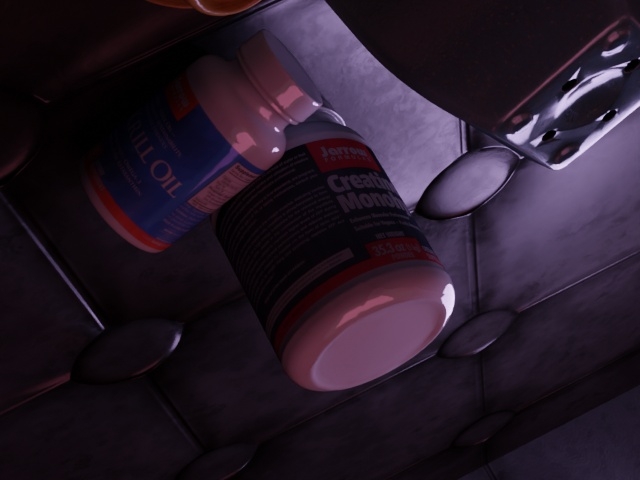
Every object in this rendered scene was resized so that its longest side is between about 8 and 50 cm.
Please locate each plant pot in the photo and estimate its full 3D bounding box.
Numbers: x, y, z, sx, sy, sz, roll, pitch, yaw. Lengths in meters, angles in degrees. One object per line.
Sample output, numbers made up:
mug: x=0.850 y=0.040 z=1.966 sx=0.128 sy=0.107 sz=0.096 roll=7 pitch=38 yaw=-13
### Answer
plant pot: x=0.177 y=-0.211 z=1.030 sx=0.247 sy=0.252 sz=0.247 roll=-40 pitch=149 yaw=21

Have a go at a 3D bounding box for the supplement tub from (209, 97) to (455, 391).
supplement tub: x=0.000 y=0.000 z=1.184 sx=0.191 sy=0.272 sz=0.191 roll=-22 pitch=150 yaw=-13

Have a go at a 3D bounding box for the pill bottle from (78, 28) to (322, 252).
pill bottle: x=-0.111 y=-0.098 z=1.087 sx=0.221 sy=0.124 sz=0.124 roll=-38 pitch=150 yaw=14

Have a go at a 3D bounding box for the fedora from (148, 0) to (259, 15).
fedora: x=-0.086 y=-0.243 z=0.925 sx=0.194 sy=0.079 sz=0.194 roll=-21 pitch=149 yaw=-13
